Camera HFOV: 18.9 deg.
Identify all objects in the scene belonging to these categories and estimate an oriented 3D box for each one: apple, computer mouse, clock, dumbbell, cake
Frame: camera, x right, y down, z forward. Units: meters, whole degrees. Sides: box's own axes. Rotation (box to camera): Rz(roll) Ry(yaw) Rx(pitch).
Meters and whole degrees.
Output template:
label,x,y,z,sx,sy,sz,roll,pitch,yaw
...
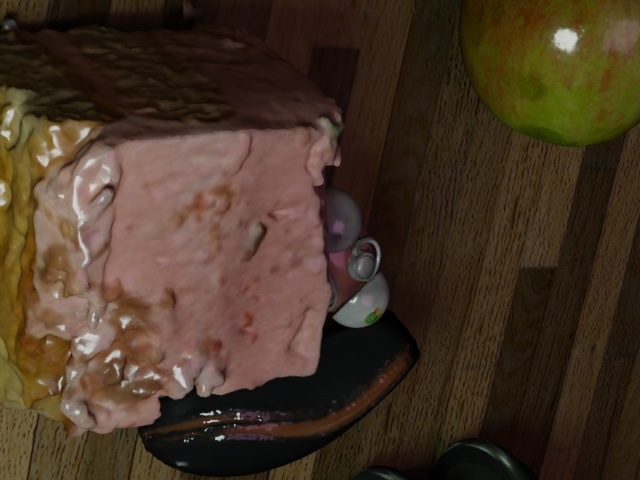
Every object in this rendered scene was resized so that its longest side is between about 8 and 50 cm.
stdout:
label,x,y,z,sx,sy,sz,roll,pitch,yaw
apple,0.269,-0.220,2.015,0.246,0.246,0.226,-23,131,-30
computer mouse,-0.036,0.166,1.983,0.323,0.183,0.116,-20,94,-30
clock,0.000,0.000,1.948,0.092,0.162,0.166,-38,130,-23
dumbbell,0.140,0.333,2.194,0.290,0.192,0.192,-13,118,-34
cake,-0.166,-0.018,1.721,0.306,0.293,0.314,-8,121,-34
